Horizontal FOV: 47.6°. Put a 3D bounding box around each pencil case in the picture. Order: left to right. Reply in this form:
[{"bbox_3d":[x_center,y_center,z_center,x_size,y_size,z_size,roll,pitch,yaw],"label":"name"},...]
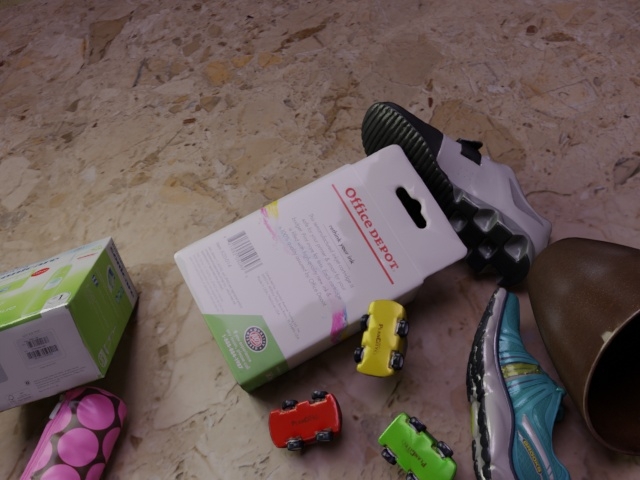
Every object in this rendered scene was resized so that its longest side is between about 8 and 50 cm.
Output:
[{"bbox_3d":[-0.340,0.295,0.956,0.095,0.098,0.209,-18,39,30],"label":"pencil case"}]

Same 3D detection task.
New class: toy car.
[{"bbox_3d":[0.078,0.220,0.893,0.239,0.053,0.225,-48,59,1],"label":"toy car"}]

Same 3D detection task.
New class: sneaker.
[{"bbox_3d":[0.202,-0.087,1.073,0.330,0.122,0.146,47,49,7],"label":"sneaker"},{"bbox_3d":[0.237,0.183,0.878,0.110,0.107,0.275,5,51,0],"label":"sneaker"}]

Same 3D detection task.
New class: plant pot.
[{"bbox_3d":[0.346,0.093,0.855,0.215,0.215,0.230,-23,28,-3],"label":"plant pot"}]

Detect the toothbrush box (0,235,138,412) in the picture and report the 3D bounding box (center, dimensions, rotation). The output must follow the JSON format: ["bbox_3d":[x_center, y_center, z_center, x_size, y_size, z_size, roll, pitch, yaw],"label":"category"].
[{"bbox_3d":[-0.408,0.119,1.074,0.206,0.122,0.283,-18,18,3],"label":"toothbrush box"}]

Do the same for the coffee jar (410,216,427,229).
[{"bbox_3d":[0.142,-0.057,1.150,0.096,0.079,0.184,22,58,36],"label":"coffee jar"}]

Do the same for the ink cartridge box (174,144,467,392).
[{"bbox_3d":[0.002,0.037,1.023,0.353,0.119,0.207,-28,74,-8],"label":"ink cartridge box"}]
